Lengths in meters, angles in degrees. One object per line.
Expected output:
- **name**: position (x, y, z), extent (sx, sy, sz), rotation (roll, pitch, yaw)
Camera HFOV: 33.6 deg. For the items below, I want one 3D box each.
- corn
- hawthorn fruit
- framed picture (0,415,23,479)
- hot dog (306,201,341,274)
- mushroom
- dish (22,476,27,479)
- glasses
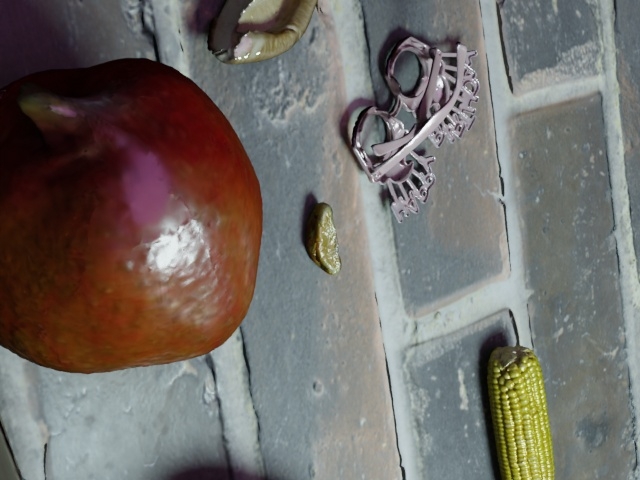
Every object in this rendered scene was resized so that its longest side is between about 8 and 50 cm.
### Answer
- **corn**: position (0.284, 0.269, 1.492), extent (0.081, 0.081, 0.248), rotation (-20, 106, -35)
- **hawthorn fruit**: position (-0.184, -0.024, 0.955), extent (0.295, 0.311, 0.295), rotation (18, 48, -21)
- **framed picture**: position (-0.431, 0.292, 0.810), extent (0.446, 0.028, 0.326), rotation (-17, 68, -28)
- **hot dog**: position (0.000, 0.000, 1.274), extent (0.034, 0.030, 0.090), rotation (-16, 105, -27)
- **mushroom**: position (-0.048, -0.272, 1.182), extent (0.094, 0.072, 0.209), rotation (32, 78, -34)
- **dish**: position (-0.367, 0.295, 0.980), extent (0.228, 0.086, 0.236), rotation (7, 90, -37)
- **glasses**: position (0.142, -0.150, 1.334), extent (0.162, 0.095, 0.255), rotation (43, 71, -42)
